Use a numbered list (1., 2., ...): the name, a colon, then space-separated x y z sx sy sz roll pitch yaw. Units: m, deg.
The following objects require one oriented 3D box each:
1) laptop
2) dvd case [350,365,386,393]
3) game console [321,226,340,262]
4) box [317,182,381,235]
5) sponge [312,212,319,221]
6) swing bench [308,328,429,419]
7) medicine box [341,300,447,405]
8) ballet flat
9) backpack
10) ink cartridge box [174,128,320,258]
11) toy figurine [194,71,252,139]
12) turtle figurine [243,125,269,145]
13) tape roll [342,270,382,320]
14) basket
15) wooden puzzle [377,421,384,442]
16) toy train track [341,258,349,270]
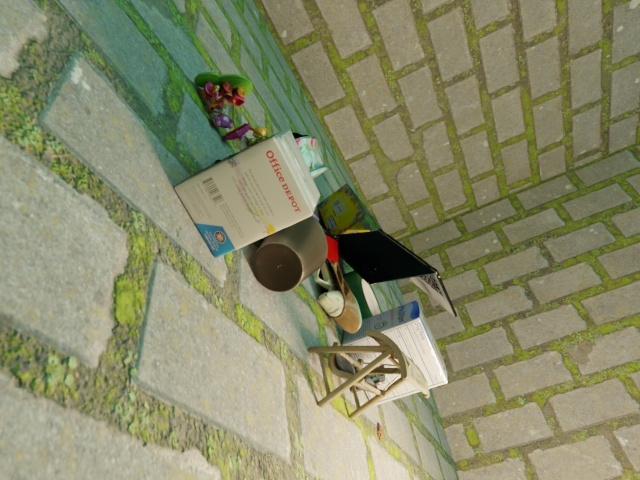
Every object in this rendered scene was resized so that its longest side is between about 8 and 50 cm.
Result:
1. laptop: 0.256 0.133 1.692 0.408 0.236 0.382 57 -7 -35
2. dvd case: 0.155 0.449 1.451 0.013 0.119 0.087 63 13 -15
3. game console: 0.000 0.000 1.502 0.124 0.085 0.144 29 0 31
4. box: 0.160 -0.047 1.985 0.279 0.177 0.290 46 14 -35
5. sponge: -0.087 -0.154 1.559 0.210 0.031 0.117 53 7 18
6. swing bench: 0.141 0.366 1.238 0.253 0.254 0.165 50 21 -52
7. medicine box: 0.261 0.398 1.578 0.264 0.289 0.149 64 13 -12
8. ballet flat: 0.032 0.153 1.515 0.124 0.116 0.343 13 52 -49
9. backpack: -0.109 -0.168 1.136 0.191 0.253 0.225 66 13 -5
10. ink cartridge box: -0.142 -0.105 0.946 0.168 0.232 0.171 -75 140 -69
11. toy figurine: -0.256 -0.355 1.222 0.173 0.130 0.159 4 72 -51
12. turtle figurine: -0.165 -0.261 1.376 0.269 0.087 0.217 -141 -148 -63
13. tape roll: 0.195 0.285 1.970 0.321 0.077 0.321 -22 90 -77
14. basket: -0.081 0.033 1.162 0.204 0.154 0.227 63 18 -12
15. wooden puzzle: 0.210 0.669 1.554 0.049 0.006 0.083 65 14 -11
16. toy train track: 0.119 0.110 2.093 0.083 0.014 0.048 58 16 -34
